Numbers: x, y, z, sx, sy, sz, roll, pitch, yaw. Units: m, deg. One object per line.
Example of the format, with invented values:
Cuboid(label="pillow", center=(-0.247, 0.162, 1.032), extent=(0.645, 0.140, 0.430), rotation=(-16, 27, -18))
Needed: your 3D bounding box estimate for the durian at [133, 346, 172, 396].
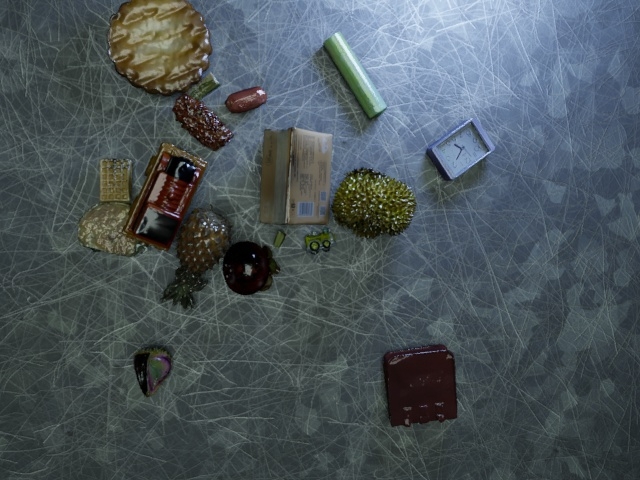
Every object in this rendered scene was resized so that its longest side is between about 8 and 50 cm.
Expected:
Cuboid(label="durian", center=(-0.566, 0.430, 1.783), extent=(0.108, 0.119, 0.186), rotation=(-11, 113, -42))

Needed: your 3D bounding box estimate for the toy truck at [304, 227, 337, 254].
Cuboid(label="toy truck", center=(0.000, 0.000, 1.803), extent=(0.111, 0.076, 0.076), rotation=(-14, 77, -5))

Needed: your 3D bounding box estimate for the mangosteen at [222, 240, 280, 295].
Cuboid(label="mangosteen", center=(-0.229, 0.092, 1.745), extent=(0.200, 0.200, 0.199), rotation=(-1, 96, -6))

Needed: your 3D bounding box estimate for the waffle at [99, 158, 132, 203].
Cuboid(label="waffle", center=(-0.669, -0.195, 1.708), extent=(0.103, 0.042, 0.147), rotation=(-1, 83, -6))

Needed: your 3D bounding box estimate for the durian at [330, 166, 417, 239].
Cuboid(label="durian", center=(0.183, -0.118, 1.727), extent=(0.293, 0.258, 0.258), rotation=(16, 94, -13))

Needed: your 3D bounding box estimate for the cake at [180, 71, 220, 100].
Cuboid(label="cake", center=(-0.395, -0.500, 1.731), extent=(0.140, 0.055, 0.051), rotation=(-31, 100, 15))

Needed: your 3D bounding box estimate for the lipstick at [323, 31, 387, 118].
Cuboid(label="lipstick", center=(0.119, -0.550, 1.755), extent=(0.076, 0.076, 0.304), rotation=(-33, 99, -2))

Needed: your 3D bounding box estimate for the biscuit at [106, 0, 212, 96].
Cuboid(label="biscuit", center=(-0.508, -0.620, 1.667), extent=(0.326, 0.107, 0.325), rotation=(-1, 95, -9))

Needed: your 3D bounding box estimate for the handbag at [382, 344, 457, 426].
Cuboid(label="handbag", center=(0.360, 0.526, 1.884), extent=(0.260, 0.084, 0.275), rotation=(-8, 97, -6))

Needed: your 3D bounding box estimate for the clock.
Cuboid(label="clock", center=(0.487, -0.314, 1.819), extent=(0.193, 0.073, 0.144), rotation=(-37, 98, -2))

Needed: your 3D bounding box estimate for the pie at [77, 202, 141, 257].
Cuboid(label="pie", center=(-0.686, -0.041, 1.730), extent=(0.218, 0.052, 0.184), rotation=(16, 95, -6))

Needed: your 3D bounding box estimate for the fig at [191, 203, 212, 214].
Cuboid(label="fig", center=(-0.397, -0.093, 1.763), extent=(0.083, 0.050, 0.050), rotation=(-36, 99, -21))

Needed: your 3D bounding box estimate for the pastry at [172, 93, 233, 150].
Cuboid(label="pastry", center=(-0.385, -0.384, 1.705), extent=(0.208, 0.097, 0.115), rotation=(40, 98, -10))

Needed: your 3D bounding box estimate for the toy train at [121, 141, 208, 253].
Cuboid(label="toy train", center=(-0.492, -0.117, 1.640), extent=(0.163, 0.232, 0.368), rotation=(24, 92, -25))

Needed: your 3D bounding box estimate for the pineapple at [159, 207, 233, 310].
Cuboid(label="pineapple", center=(-0.420, 0.069, 1.714), extent=(0.175, 0.175, 0.361), rotation=(31, 112, -8))

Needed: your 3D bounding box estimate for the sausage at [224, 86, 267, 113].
Cuboid(label="sausage", center=(-0.246, -0.463, 1.725), extent=(0.141, 0.076, 0.076), rotation=(-18, 97, -5))

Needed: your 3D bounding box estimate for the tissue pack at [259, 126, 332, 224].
Cuboid(label="tissue pack", center=(-0.105, -0.205, 1.720), extent=(0.239, 0.238, 0.305), rotation=(2, 95, -6))

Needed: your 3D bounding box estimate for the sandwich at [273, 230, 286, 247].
Cuboid(label="sandwich", center=(-0.137, -0.013, 1.800), extent=(0.031, 0.083, 0.044), rotation=(26, 48, -3))
